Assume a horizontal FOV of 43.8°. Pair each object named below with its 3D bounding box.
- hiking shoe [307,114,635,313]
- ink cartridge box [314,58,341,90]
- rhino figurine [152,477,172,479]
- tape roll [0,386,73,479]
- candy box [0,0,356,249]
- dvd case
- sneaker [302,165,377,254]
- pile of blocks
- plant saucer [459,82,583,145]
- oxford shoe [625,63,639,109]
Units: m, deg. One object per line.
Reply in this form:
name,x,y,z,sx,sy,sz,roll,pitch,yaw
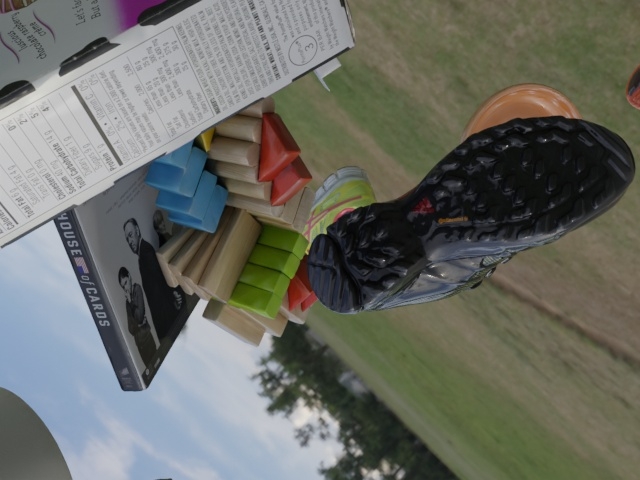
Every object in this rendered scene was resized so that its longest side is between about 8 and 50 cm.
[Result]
hiking shoe,0.104,-0.014,0.560,0.114,0.226,0.086,32,-143,-72
ink cartridge box,-0.004,-0.212,0.892,0.083,0.028,0.048,56,-176,-21
rhino figurine,-0.264,0.459,1.290,0.073,0.106,0.243,20,146,2
tape roll,-0.393,0.292,0.827,0.246,0.246,0.169,41,-149,21
candy box,-0.122,-0.099,0.393,0.159,0.233,0.071,51,168,42
dvd case,-0.167,-0.015,0.710,0.179,0.029,0.239,-67,-32,-58
sneaker,0.000,0.000,1.070,0.081,0.208,0.094,20,-152,-44
pile of blocks,-0.066,-0.031,0.711,0.112,0.149,0.362,14,138,33
plant saucer,0.269,-0.111,1.074,0.200,0.200,0.037,45,175,-22
oxford shoe,0.683,-0.216,1.376,0.132,0.130,0.364,20,-154,-23
